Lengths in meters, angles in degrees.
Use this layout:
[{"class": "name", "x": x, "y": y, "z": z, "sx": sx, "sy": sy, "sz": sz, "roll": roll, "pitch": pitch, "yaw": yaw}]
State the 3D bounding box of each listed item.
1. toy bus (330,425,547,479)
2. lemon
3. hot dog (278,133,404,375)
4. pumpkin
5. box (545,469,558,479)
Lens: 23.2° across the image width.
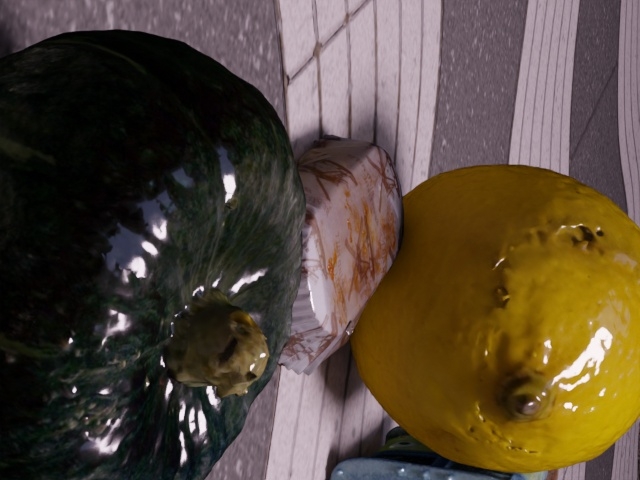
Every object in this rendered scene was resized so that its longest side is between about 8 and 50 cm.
[{"class": "toy bus", "x": 0.090, "y": 0.318, "z": 1.249, "sx": 0.190, "sy": 0.152, "sz": 0.312, "roll": -10, "pitch": 105, "yaw": -71}, {"class": "lemon", "x": 0.134, "y": 0.053, "z": 1.167, "sx": 0.228, "sy": 0.253, "sz": 0.228, "roll": -16, "pitch": 119, "yaw": -30}, {"class": "hot dog", "x": 0.000, "y": 0.000, "z": 1.024, "sx": 0.253, "sy": 0.069, "sz": 0.131, "roll": -48, "pitch": 131, "yaw": -65}, {"class": "pumpkin", "x": -0.086, "y": 0.019, "z": 0.628, "sx": 0.211, "sy": 0.152, "sz": 0.212, "roll": 7, "pitch": 90, "yaw": -66}, {"class": "box", "x": 0.246, "y": 0.260, "z": 1.854, "sx": 0.204, "sy": 0.051, "sz": 0.365, "roll": 11, "pitch": 85, "yaw": -72}]
